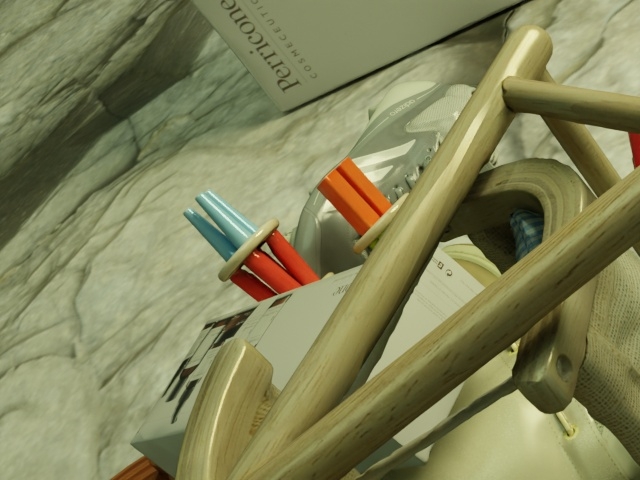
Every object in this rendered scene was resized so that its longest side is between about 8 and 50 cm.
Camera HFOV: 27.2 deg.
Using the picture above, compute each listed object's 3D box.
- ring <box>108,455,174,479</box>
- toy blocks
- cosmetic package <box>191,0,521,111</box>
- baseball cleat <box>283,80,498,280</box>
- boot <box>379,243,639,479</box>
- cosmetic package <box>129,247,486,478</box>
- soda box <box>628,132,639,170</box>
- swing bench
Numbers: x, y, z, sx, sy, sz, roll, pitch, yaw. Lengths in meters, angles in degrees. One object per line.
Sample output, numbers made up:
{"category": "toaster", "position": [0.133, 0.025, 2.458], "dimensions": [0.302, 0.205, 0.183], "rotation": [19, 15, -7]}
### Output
{"category": "ring", "position": [-0.096, 0.231, 0.757], "dimensions": [0.337, 0.032, 0.336], "rotation": [-26, 34, 20]}
{"category": "toy blocks", "position": [0.000, 0.000, 0.830], "dimensions": [0.123, 0.148, 0.054], "rotation": [-46, -1, -10]}
{"category": "cosmetic package", "position": [0.100, -0.307, 1.035], "dimensions": [0.453, 0.230, 0.161], "rotation": [-23, 36, 27]}
{"category": "baseball cleat", "position": [0.054, -0.036, 0.896], "dimensions": [0.109, 0.072, 0.206], "rotation": [2, 54, 39]}
{"category": "boot", "position": [0.073, 0.096, 0.701], "dimensions": [0.165, 0.077, 0.213], "rotation": [-41, 35, -8]}
{"category": "cosmetic package", "position": [-0.012, 0.076, 0.717], "dimensions": [0.239, 0.060, 0.099], "rotation": [-23, 33, 55]}
{"category": "soda box", "position": [0.294, -0.067, 0.662], "dimensions": [0.263, 0.092, 0.083], "rotation": [-25, 34, 23]}
{"category": "swing bench", "position": [0.105, 0.099, 0.492], "dimensions": [0.254, 0.253, 0.165], "rotation": [-47, 27, -12]}
